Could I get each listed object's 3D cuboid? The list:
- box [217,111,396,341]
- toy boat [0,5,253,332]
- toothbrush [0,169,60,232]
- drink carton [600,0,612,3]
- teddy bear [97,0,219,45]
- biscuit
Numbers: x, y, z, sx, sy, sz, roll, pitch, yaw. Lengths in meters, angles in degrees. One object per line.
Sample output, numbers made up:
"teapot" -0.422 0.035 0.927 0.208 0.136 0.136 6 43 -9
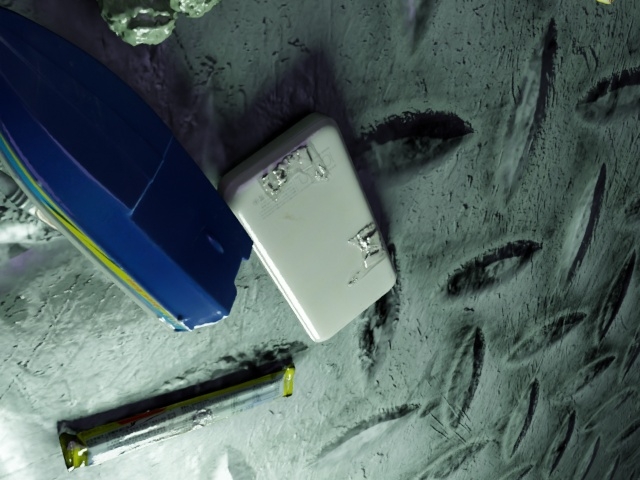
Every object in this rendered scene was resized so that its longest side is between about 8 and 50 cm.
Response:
"box" 0.000 0.000 0.671 0.142 0.044 0.285 -38 135 -12
"toy boat" -0.166 -0.056 0.457 0.295 0.088 0.129 56 36 -41
"toothbrush" -0.210 -0.015 0.494 0.028 0.037 0.375 -49 139 0
"drink carton" 0.404 -0.388 0.757 0.166 0.056 0.071 -43 144 -10
"teddy bear" -0.103 -0.248 0.382 0.213 0.111 0.133 -61 -177 34
"biscuit" -0.148 0.202 0.685 0.292 0.026 0.048 -9 117 -37
